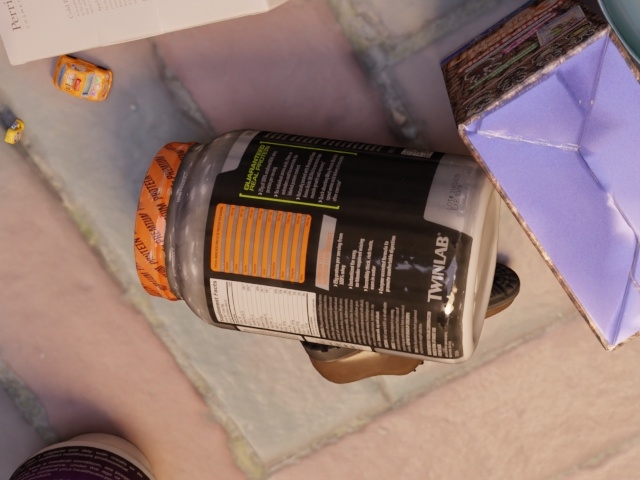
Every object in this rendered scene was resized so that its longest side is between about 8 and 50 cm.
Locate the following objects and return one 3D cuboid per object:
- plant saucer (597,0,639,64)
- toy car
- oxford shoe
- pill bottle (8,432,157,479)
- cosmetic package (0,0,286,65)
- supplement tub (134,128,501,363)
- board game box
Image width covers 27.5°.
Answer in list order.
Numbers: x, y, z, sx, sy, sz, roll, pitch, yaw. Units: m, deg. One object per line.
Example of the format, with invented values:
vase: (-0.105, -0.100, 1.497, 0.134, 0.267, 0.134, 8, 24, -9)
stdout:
plant saucer: (0.360, -0.253, 1.060, 0.318, 0.044, 0.317, 0, 91, -7)
toy car: (-0.259, -0.128, 1.287, 0.060, 0.040, 0.122, 37, 106, -9)
oxford shoe: (0.097, 0.084, 1.330, 0.227, 0.083, 0.096, -18, 132, 5)
pill bottle: (-0.249, 0.316, 1.285, 0.181, 0.323, 0.181, 1, 109, 3)
cosmetic package: (-0.198, -0.363, 1.132, 0.284, 0.097, 0.377, -7, 109, 25)
supplement tub: (0.000, 0.000, 1.220, 0.316, 0.193, 0.193, 9, 109, 14)
board game box: (0.230, -0.078, 1.145, 0.141, 0.291, 0.232, -33, 103, 12)
